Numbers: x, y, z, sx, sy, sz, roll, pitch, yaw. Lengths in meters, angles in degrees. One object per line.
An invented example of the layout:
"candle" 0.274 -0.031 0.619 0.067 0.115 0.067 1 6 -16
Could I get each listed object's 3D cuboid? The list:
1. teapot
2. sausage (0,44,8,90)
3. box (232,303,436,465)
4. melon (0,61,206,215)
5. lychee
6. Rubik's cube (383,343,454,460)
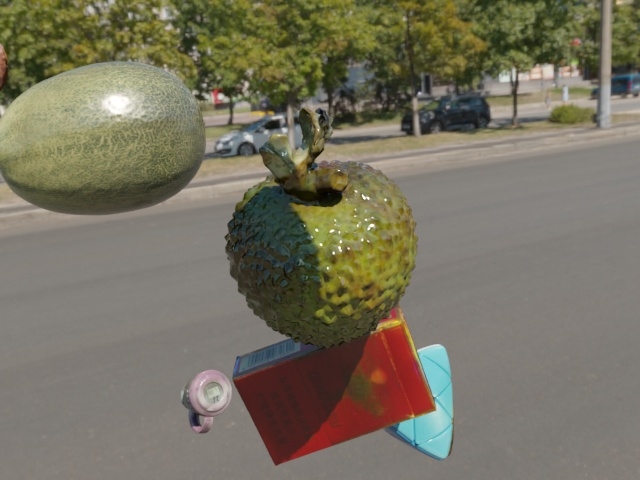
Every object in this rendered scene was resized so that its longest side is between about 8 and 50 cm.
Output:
"teapot" -0.305 0.420 1.441 0.116 0.148 0.146 -22 -2 -39
"sausage" -0.372 -0.162 0.523 0.194 0.077 0.077 4 17 29
"box" 0.027 0.255 0.975 0.313 0.198 0.089 -20 17 5
"melon" -0.346 -0.161 0.887 0.329 0.249 0.248 -20 18 -20
"lychee" 0.002 0.008 0.756 0.269 0.270 0.320 -7 -24 -2
"Rubik's cube" 0.184 0.319 1.200 0.254 0.255 0.254 -6 14 1
